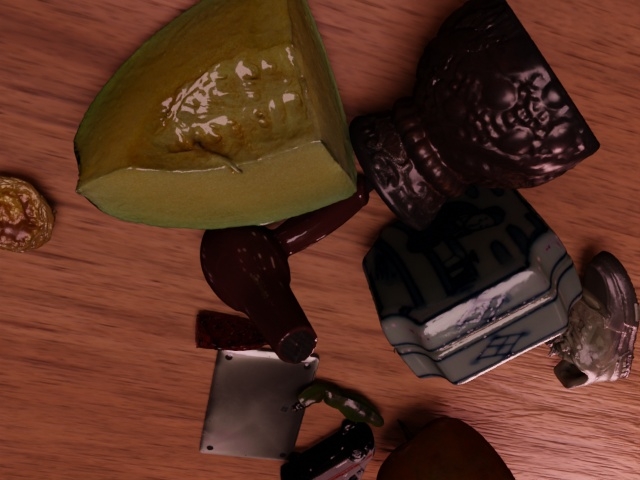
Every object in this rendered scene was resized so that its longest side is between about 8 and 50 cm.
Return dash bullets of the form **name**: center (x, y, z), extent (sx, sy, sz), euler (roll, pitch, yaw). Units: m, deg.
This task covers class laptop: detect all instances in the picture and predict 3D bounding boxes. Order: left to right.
- **laptop**: center (-0.120, 0.314, 1.274), extent (0.188, 0.015, 0.269), euler (9, 117, -11)

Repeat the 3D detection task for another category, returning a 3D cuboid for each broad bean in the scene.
- **broad bean**: center (0.038, 0.308, 1.272), extent (0.195, 0.046, 0.061), euler (16, 88, -23)

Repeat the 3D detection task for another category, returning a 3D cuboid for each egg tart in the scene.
- **egg tart**: center (-0.462, -0.042, 1.016), extent (0.130, 0.052, 0.130), euler (-2, 118, -4)

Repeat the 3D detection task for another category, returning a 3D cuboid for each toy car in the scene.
- **toy car**: center (0.027, 0.444, 1.315), extent (0.210, 0.089, 0.108), euler (-33, 117, 5)

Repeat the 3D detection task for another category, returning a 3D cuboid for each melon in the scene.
- **melon**: center (-0.152, -0.155, 0.903), extent (0.343, 0.226, 0.331), euler (-13, 113, 14)

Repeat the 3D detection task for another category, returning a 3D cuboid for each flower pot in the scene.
- **flower pot**: center (0.198, -0.158, 0.926), extent (0.267, 0.266, 0.266), euler (-34, 118, 24)

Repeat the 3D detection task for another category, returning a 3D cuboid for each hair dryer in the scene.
- **hair dryer**: center (0.000, 0.000, 0.995), extent (0.340, 0.312, 0.123), euler (-33, 129, -12)

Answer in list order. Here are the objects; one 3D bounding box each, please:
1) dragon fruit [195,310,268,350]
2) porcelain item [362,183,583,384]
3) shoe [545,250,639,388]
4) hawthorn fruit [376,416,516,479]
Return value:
- **dragon fruit**: center (-0.148, 0.173, 1.168), extent (0.131, 0.097, 0.063), euler (1, 124, -30)
- **porcelain item**: center (0.216, 0.052, 1.020), extent (0.286, 0.281, 0.157), euler (-29, 121, 11)
- **shoe**: center (0.474, 0.161, 1.207), extent (0.149, 0.109, 0.293), euler (-20, 124, -2)
- **hawthorn fruit**: center (0.231, 0.467, 1.271), extent (0.268, 0.301, 0.268), euler (-24, 160, -9)
